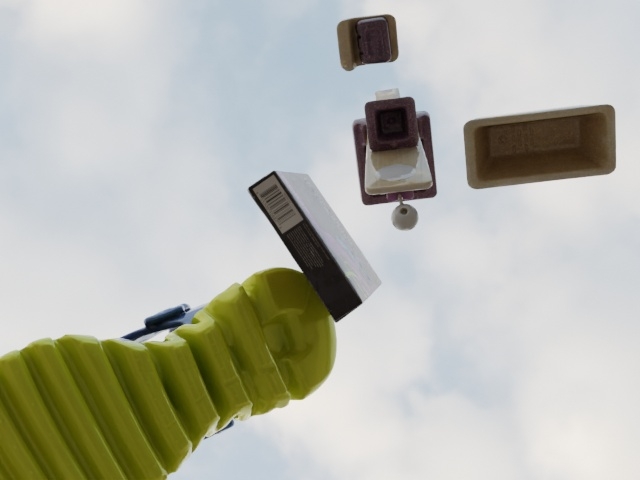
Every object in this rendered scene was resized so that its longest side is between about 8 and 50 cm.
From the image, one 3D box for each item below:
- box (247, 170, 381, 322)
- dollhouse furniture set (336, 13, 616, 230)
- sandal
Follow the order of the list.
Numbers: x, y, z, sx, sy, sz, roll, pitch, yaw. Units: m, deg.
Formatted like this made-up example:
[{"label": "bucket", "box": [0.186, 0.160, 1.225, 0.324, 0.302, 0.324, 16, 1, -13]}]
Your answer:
[{"label": "box", "box": [0.000, 0.000, 0.858, 0.029, 0.162, 0.116, -34, -92, 7]}, {"label": "dollhouse furniture set", "box": [0.068, -0.047, 0.452, 0.114, 0.081, 0.091, -6, -65, 4]}, {"label": "sandal", "box": [-0.137, 0.115, 0.791, 0.317, 0.138, 0.126, -14, -94, -40]}]
